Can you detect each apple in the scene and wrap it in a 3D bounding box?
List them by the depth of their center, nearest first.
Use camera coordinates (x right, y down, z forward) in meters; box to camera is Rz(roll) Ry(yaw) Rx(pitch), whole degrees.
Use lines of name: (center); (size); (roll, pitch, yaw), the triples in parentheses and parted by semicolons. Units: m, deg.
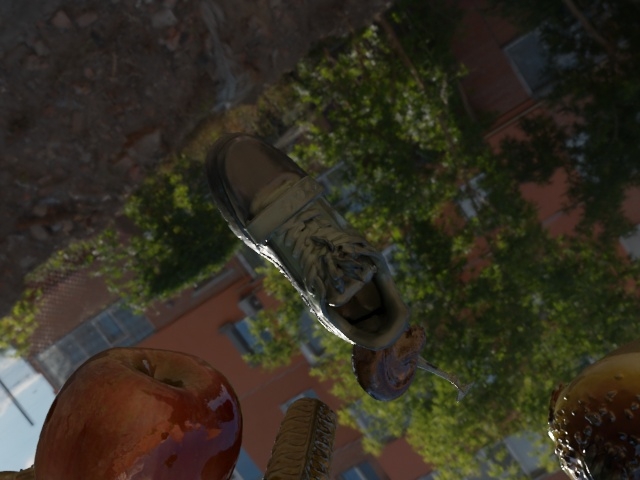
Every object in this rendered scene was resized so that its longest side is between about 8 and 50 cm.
apple: (-0.216, 0.257, 0.872); (0.242, 0.242, 0.241); (-110, -145, -79)

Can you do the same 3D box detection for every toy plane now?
toy plane: (0.201, 0.258, 1.602); (0.092, 0.286, 0.108); (-57, -166, 14)

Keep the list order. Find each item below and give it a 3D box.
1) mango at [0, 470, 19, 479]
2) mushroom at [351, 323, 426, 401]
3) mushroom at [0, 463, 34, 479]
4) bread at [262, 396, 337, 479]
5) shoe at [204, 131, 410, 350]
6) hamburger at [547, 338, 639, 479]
mango: (-0.645, 0.634, 1.517); (0.220, 0.301, 0.445); (3, 172, -43)
mushroom: (0.088, 0.153, 0.976); (0.126, 0.085, 0.109); (6, 107, -55)
mushroom: (-0.455, 0.391, 1.118); (0.209, 0.072, 0.094); (-20, -159, 3)
bread: (-0.025, 0.305, 1.009); (0.084, 0.077, 0.367); (-6, -172, 5)
shoe: (-0.002, 0.002, 0.791); (0.109, 0.293, 0.149); (-43, -160, -14)
hamburger: (0.205, 0.126, 0.449); (0.081, 0.127, 0.141); (-27, -178, -36)
